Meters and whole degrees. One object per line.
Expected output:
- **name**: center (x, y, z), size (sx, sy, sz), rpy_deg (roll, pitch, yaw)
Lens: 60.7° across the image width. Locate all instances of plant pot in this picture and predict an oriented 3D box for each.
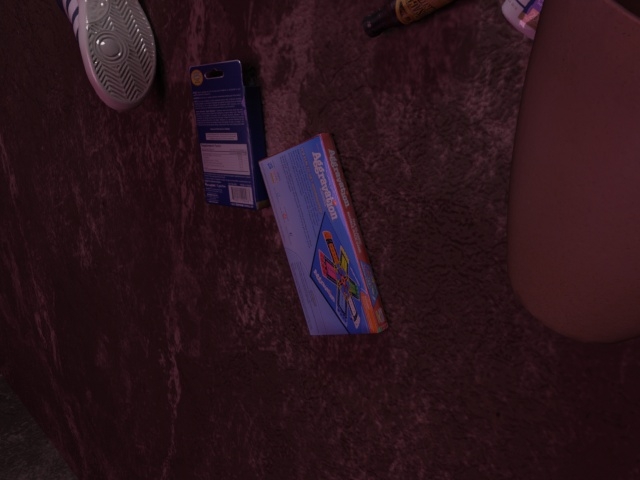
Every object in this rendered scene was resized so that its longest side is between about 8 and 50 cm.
- **plant pot**: center (0.249, -0.050, 0.403), size (0.256, 0.257, 0.274), rpy_deg (42, 147, 26)

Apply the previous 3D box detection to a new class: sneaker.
- **sneaker**: center (-0.398, -0.393, 0.988), size (0.148, 0.131, 0.349), rpy_deg (-14, 88, 53)

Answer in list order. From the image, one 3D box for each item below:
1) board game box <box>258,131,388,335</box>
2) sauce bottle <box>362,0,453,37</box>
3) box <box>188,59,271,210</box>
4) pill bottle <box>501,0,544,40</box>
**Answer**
- **board game box**: center (0.000, 0.000, 0.793), size (0.145, 0.027, 0.281), rpy_deg (-12, 95, 48)
- **sauce bottle**: center (0.101, -0.258, 0.593), size (0.128, 0.042, 0.042), rpy_deg (-15, 94, 48)
- **box**: center (-0.145, -0.166, 0.869), size (0.137, 0.037, 0.225), rpy_deg (11, 113, 42)
- **pill bottle**: center (0.218, -0.233, 0.465), size (0.067, 0.067, 0.120), rpy_deg (51, 133, 19)
